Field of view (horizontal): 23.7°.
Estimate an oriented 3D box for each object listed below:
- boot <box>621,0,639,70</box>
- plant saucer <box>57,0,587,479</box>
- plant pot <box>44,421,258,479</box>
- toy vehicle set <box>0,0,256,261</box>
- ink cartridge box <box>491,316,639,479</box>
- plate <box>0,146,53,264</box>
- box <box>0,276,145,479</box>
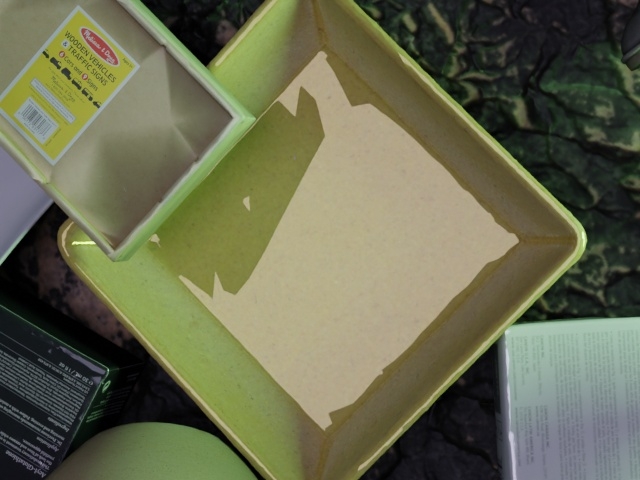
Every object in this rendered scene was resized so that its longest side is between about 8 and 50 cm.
[{"bbox_3d":[0.244,-0.266,1.219,0.208,0.076,0.189,43,87,3],"label":"boot"},{"bbox_3d":[0.000,0.000,1.282,0.333,0.081,0.333,46,102,11],"label":"plant saucer"},{"bbox_3d":[-0.138,0.264,1.256,0.284,0.284,0.191,-8,54,15],"label":"plant pot"},{"bbox_3d":[-0.203,-0.133,1.272,0.267,0.035,0.166,46,101,8],"label":"toy vehicle set"},{"bbox_3d":[0.261,0.155,1.248,0.232,0.066,0.189,-3,90,-6],"label":"ink cartridge box"},{"bbox_3d":[-0.335,-0.102,1.342,0.278,0.045,0.277,35,71,11],"label":"plate"},{"bbox_3d":[-0.318,0.127,1.360,0.261,0.103,0.184,30,95,12],"label":"box"}]
